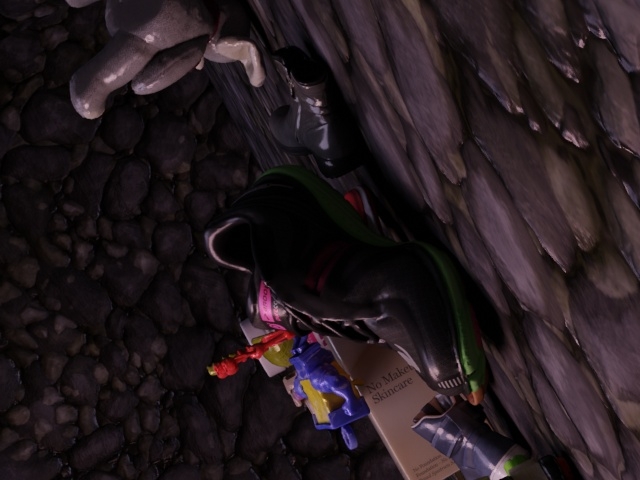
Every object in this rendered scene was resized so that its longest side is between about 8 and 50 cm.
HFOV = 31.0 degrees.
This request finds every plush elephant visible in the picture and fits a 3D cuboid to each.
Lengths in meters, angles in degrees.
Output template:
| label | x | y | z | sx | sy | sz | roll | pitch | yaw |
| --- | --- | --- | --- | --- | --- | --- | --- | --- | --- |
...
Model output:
| label | x | y | z | sx | sy | sz | roll | pitch | yaw |
| --- | --- | --- | --- | --- | --- | --- | --- | --- | --- |
| plush elephant | -0.228 | -0.348 | 1.874 | 0.255 | 0.330 | 0.271 | 25 | -137 | -57 |

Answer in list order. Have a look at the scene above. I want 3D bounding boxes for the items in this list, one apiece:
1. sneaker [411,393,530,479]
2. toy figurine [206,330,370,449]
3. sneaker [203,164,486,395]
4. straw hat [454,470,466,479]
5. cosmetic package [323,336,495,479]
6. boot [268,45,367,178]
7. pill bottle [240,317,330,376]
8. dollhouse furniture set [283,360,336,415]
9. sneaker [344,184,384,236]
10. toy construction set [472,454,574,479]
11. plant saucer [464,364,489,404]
| label | x | y | z | sx | sy | sz | roll | pitch | yaw |
| --- | --- | --- | --- | --- | --- | --- | --- | --- | --- |
| sneaker | 0.209 | 0.298 | 1.638 | 0.163 | 0.086 | 0.226 | 35 | 158 | 21 |
| toy figurine | -0.026 | 0.231 | 1.748 | 0.217 | 0.191 | 0.362 | 59 | 161 | 1 |
| sneaker | 0.021 | 0.071 | 1.417 | 0.483 | 0.202 | 0.185 | 32 | 146 | 48 |
| straw hat | 0.249 | 0.343 | 1.958 | 0.144 | 0.061 | 0.144 | 60 | -166 | -26 |
| cosmetic package | 0.140 | 0.232 | 1.848 | 0.309 | 0.160 | 0.113 | 59 | 175 | 12 |
| boot | -0.022 | -0.191 | 1.539 | 0.246 | 0.083 | 0.161 | 39 | 154 | 60 |
| pill bottle | -0.017 | 0.165 | 2.467 | 0.160 | 0.283 | 0.160 | 60 | 176 | 6 |
| dollhouse furniture set | 0.074 | 0.303 | 2.267 | 0.198 | 0.286 | 0.303 | 60 | -172 | 4 |
| sneaker | 0.027 | 0.003 | 1.645 | 0.221 | 0.128 | 0.087 | -107 | 1 | -58 |
| toy construction set | 0.272 | 0.370 | 1.323 | 0.328 | 0.151 | 0.215 | 44 | 167 | 38 |
| plant saucer | 0.171 | 0.125 | 1.547 | 0.200 | 0.037 | 0.200 | 61 | 177 | 6 |
